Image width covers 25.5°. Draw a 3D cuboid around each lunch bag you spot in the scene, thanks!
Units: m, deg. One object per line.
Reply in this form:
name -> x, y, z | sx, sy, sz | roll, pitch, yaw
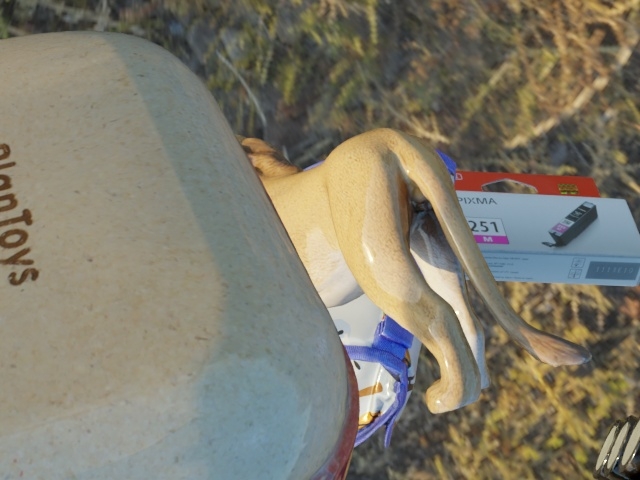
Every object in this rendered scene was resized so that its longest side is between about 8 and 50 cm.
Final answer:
lunch bag -> 0.000, 0.086, 1.699 | 0.239, 0.327, 0.385 | 35, 138, -23

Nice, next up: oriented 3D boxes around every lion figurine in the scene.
lion figurine -> 0.000, 0.000, 0.959 | 0.142, 0.392, 0.240 | -9, 87, -46

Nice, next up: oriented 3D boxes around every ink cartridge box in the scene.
ink cartridge box -> 0.278, -0.039, 1.908 | 0.275, 0.239, 0.060 | 2, 131, -10

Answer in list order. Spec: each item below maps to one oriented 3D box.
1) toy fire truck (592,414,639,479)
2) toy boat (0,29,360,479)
toy fire truck -> 0.242, 0.269, 1.152 | 0.159, 0.217, 0.246 | 23, 81, 6
toy boat -> -0.082, 0.040, 0.436 | 0.151, 0.231, 0.151 | -15, 133, -13
